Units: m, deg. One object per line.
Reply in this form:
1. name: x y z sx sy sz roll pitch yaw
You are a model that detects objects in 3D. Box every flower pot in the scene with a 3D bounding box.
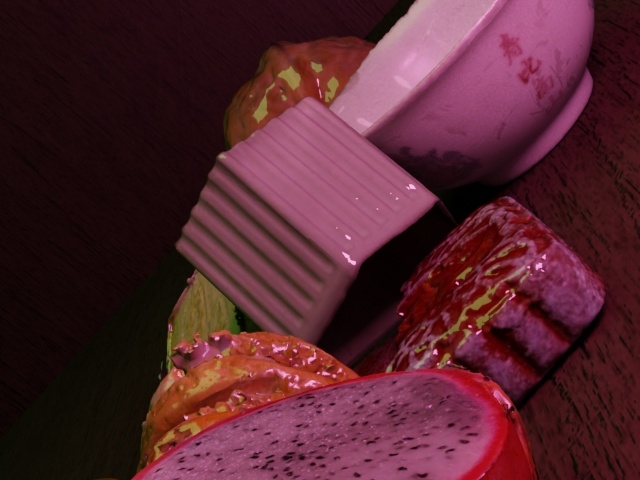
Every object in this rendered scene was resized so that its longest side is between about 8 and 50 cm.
1. flower pot: 0.000 0.000 1.245 0.209 0.189 0.239 -49 -20 1

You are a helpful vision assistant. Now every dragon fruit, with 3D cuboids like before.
1. dragon fruit: 0.013 0.237 0.796 0.305 0.226 0.305 -16 11 3

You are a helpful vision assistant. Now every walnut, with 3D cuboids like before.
1. walnut: 0.007 -0.167 1.863 0.306 0.306 0.344 -47 16 10

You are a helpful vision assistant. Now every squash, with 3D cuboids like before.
1. squash: -0.123 0.175 1.467 0.233 0.210 0.309 -56 2 35

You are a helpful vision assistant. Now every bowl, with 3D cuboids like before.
1. bowl: 0.193 -0.192 1.478 0.435 0.196 0.435 -46 13 14

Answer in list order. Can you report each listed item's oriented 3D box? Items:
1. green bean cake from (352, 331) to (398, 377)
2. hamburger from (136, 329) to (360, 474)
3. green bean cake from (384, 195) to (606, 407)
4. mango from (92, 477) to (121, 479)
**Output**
1. green bean cake: 0.072 0.148 1.208 0.135 0.056 0.135 -41 11 35
2. hamburger: -0.049 0.198 1.035 0.245 0.260 0.211 -29 12 12
3. green bean cake: 0.145 0.062 1.118 0.198 0.097 0.233 -47 13 12
4. mango: -0.335 0.414 1.697 0.251 0.114 0.156 -39 23 37
